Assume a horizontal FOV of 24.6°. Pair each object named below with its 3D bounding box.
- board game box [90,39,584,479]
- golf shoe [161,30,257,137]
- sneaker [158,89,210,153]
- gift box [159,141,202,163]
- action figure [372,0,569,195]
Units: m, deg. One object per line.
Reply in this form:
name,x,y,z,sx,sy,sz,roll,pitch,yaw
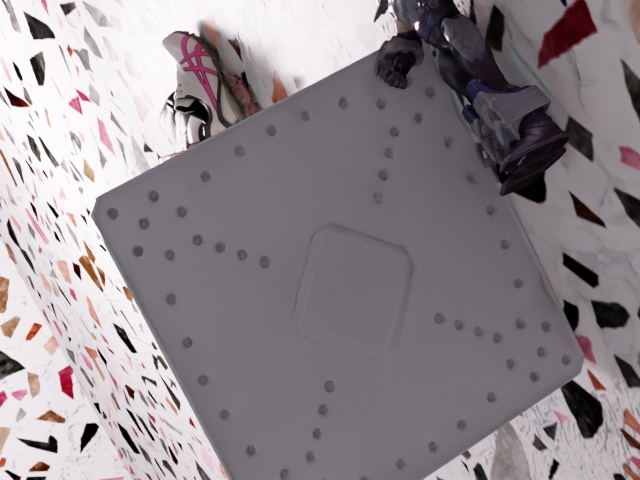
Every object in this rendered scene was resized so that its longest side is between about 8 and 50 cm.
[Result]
board game box,0.024,0.050,1.431,0.390,0.390,0.050,63,158,-8
golf shoe,-0.165,-0.209,1.924,0.186,0.086,0.067,47,156,31
sneaker,-0.173,-0.119,2.077,0.121,0.079,0.216,43,144,43
gift box,0.000,0.000,1.591,0.255,0.258,0.276,3,105,62
action figure,0.119,-0.182,1.341,0.285,0.099,0.185,57,163,16
